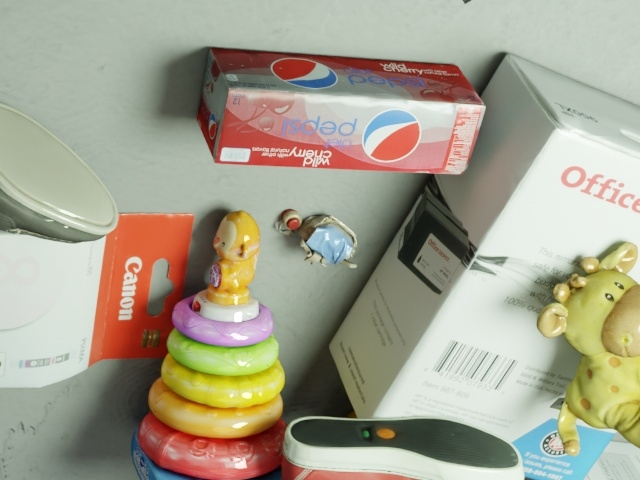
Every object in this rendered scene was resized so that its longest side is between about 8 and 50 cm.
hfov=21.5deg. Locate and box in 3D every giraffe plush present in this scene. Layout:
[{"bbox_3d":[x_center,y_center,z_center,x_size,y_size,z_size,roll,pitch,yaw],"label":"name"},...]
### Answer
[{"bbox_3d":[0.301,0.099,1.651,0.210,0.181,0.171,-5,121,28],"label":"giraffe plush"}]

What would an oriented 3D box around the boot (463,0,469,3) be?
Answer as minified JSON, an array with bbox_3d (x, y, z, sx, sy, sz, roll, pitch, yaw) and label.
[{"bbox_3d":[0.160,-0.288,1.606,0.099,0.045,0.121,-29,133,6],"label":"boot"}]

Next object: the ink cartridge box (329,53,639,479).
[{"bbox_3d":[0.234,0.041,1.772,0.285,0.166,0.395,18,117,-27],"label":"ink cartridge box"}]

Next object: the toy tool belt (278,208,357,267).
[{"bbox_3d":[0.000,0.000,1.743,0.083,0.051,0.052,27,111,-30],"label":"toy tool belt"}]

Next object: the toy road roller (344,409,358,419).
[{"bbox_3d":[0.072,0.317,1.905,0.202,0.241,0.329,4,158,-37],"label":"toy road roller"}]

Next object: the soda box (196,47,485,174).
[{"bbox_3d":[0.019,-0.124,1.641,0.263,0.092,0.083,3,121,-18],"label":"soda box"}]

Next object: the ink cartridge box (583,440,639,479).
[{"bbox_3d":[0.377,0.374,1.949,0.271,0.309,0.130,10,119,-22],"label":"ink cartridge box"}]

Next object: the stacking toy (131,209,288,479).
[{"bbox_3d":[-0.099,0.112,1.742,0.165,0.175,0.302,-1,111,-20],"label":"stacking toy"}]

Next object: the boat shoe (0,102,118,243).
[{"bbox_3d":[-0.347,-0.079,1.559,0.335,0.112,0.095,30,128,-25],"label":"boat shoe"}]

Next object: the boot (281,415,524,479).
[{"bbox_3d":[0.079,0.273,1.714,0.244,0.088,0.176,4,114,-2],"label":"boot"}]

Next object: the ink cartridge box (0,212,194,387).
[{"bbox_3d":[-0.248,0.060,1.706,0.232,0.066,0.189,3,122,-14],"label":"ink cartridge box"}]
